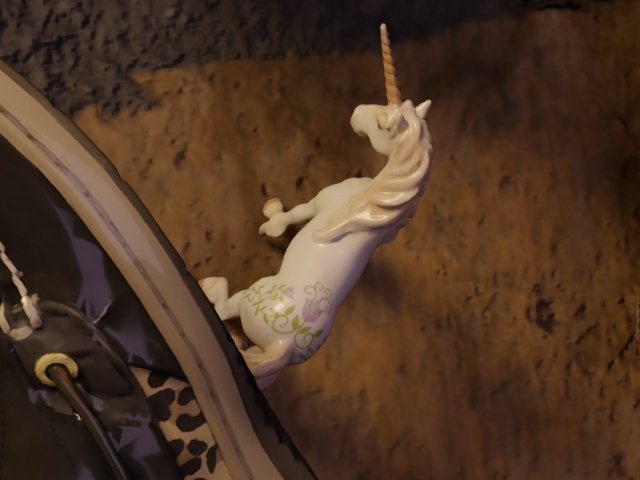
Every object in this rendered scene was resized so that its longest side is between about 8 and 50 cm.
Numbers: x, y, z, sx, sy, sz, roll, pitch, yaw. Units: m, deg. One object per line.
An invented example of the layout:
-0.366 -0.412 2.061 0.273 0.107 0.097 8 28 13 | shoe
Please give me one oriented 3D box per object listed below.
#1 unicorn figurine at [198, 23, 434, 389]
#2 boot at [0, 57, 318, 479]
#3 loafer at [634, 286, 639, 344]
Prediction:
0.000 0.000 0.856 0.060 0.111 0.162 25 76 -23 | unicorn figurine
-0.159 0.121 0.757 0.284 0.138 0.377 -38 107 -21 | boot
0.205 -0.096 0.969 0.130 0.134 0.366 24 67 -20 | loafer
